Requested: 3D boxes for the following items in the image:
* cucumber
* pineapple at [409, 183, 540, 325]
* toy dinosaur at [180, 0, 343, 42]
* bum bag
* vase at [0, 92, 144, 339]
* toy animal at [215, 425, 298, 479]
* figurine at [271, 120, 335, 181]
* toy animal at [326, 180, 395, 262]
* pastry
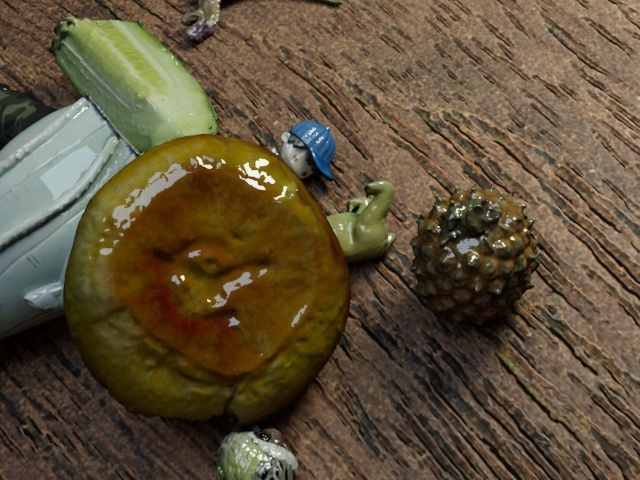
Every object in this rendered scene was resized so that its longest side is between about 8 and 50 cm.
[{"bbox_3d":[-0.265,-0.214,1.484,0.145,0.105,0.325,-12,47,-44],"label":"cucumber"},{"bbox_3d":[0.182,0.009,1.172,0.166,0.193,0.166,-3,63,6],"label":"pineapple"},{"bbox_3d":[-0.111,-0.417,1.598,0.252,0.072,0.199,-13,67,-7],"label":"toy dinosaur"},{"bbox_3d":[-0.468,-0.179,1.510,0.341,0.095,0.144,20,31,31],"label":"bum bag"},{"bbox_3d":[-0.398,0.027,1.284,0.445,0.250,0.250,-41,58,-1],"label":"vase"},{"bbox_3d":[-0.064,0.280,1.139,0.098,0.098,0.137,-24,74,0],"label":"toy animal"},{"bbox_3d":[-0.047,-0.104,1.380,0.149,0.086,0.087,-25,32,12],"label":"figurine"},{"bbox_3d":[0.000,0.000,1.298,0.219,0.103,0.101,-13,81,2],"label":"toy animal"},{"bbox_3d":[-0.128,0.051,1.162,0.356,0.356,0.164,-35,14,-7],"label":"pastry"}]
